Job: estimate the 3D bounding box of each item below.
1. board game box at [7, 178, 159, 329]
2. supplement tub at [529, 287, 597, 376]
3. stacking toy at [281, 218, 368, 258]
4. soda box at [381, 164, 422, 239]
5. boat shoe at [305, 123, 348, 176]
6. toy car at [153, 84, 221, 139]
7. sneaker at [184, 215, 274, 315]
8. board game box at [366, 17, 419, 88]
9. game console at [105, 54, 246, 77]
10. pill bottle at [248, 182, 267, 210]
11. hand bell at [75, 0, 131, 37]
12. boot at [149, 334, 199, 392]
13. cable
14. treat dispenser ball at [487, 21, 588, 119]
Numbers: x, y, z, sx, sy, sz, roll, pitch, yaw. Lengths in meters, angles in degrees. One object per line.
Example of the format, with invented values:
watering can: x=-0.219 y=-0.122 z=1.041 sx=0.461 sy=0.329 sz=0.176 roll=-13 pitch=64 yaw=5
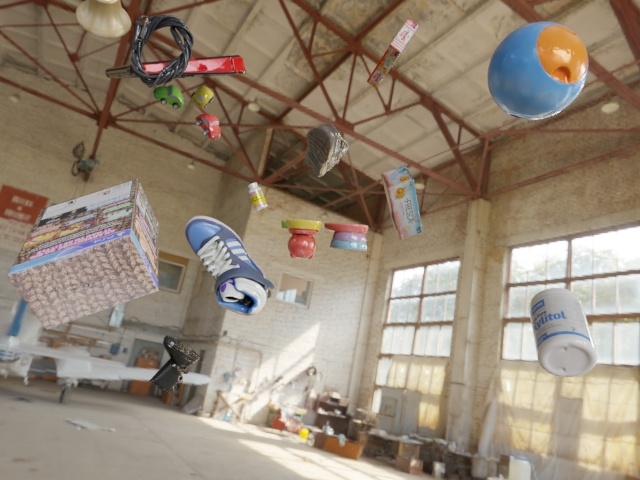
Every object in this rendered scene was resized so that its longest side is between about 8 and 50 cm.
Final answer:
board game box: x=-0.486 y=0.014 z=1.037 sx=0.231 sy=0.291 sz=0.141 roll=-19 pitch=-57 yaw=-6
supplement tub: x=0.324 y=0.123 z=0.646 sx=0.070 sy=0.107 sz=0.071 roll=7 pitch=-56 yaw=11
stacking toy: x=0.000 y=0.000 z=1.711 sx=0.308 sy=0.131 sz=0.279 roll=4 pitch=0 yaw=-21
soda box: x=0.193 y=-0.086 z=1.126 sx=0.062 sy=0.058 sz=0.183 roll=-19 pitch=-42 yaw=3
boat shoe: x=0.028 y=-0.359 z=1.803 sx=0.132 sy=0.130 sz=0.355 roll=56 pitch=-12 yaw=3
toy car: x=-0.434 y=-0.458 z=1.582 sx=0.224 sy=0.239 sz=0.053 roll=12 pitch=-41 yaw=-40
sneaker: x=-0.274 y=0.078 z=1.373 sx=0.323 sy=0.130 sz=0.236 roll=49 pitch=8 yaw=-15
board game box: x=0.240 y=-0.623 z=1.606 sx=0.045 sy=0.147 sz=0.193 roll=34 pitch=-25 yaw=-5
game console: x=-0.442 y=-0.516 z=1.457 sx=0.341 sy=0.060 sz=0.386 roll=-18 pitch=24 yaw=-29
pill bottle: x=-0.201 y=-0.139 z=1.516 sx=0.043 sy=0.084 sz=0.043 roll=-22 pitch=0 yaw=0
hand bell: x=-0.490 y=-0.598 z=1.086 sx=0.126 sy=0.126 sz=0.242 roll=16 pitch=-31 yaw=-16
boot: x=-0.321 y=0.265 z=1.018 sx=0.045 sy=0.099 sz=0.121 roll=34 pitch=-15 yaw=35
cable: x=-0.401 y=-0.472 z=1.208 sx=0.150 sy=0.185 sz=0.047 roll=10 pitch=-1 yaw=-5
treat dispenser ball: x=0.672 y=-0.525 z=1.495 sx=0.287 sy=0.289 sz=0.288 roll=10 pitch=-17 yaw=3
